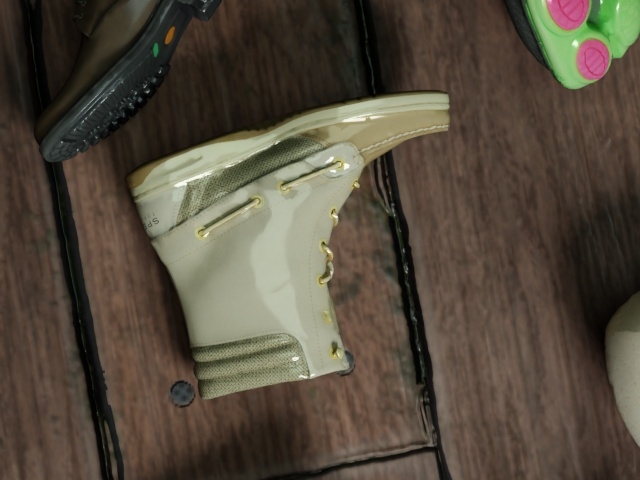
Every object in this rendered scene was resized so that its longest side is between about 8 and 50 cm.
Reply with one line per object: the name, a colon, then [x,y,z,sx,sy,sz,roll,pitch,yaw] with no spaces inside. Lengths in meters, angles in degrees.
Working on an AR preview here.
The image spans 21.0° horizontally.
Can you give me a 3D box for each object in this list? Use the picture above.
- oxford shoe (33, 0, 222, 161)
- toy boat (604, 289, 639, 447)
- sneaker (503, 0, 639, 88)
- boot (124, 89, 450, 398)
oxford shoe: [-0.159,-0.162,1.340,0.096,0.083,0.227,34,81,10]
toy boat: [0.314,0.181,1.399,0.267,0.148,0.318,29,75,-15]
sneaker: [0.121,-0.339,1.354,0.185,0.202,0.483,-40,113,-20]
boot: [0.000,0.000,1.349,0.262,0.095,0.203,-18,91,-11]
